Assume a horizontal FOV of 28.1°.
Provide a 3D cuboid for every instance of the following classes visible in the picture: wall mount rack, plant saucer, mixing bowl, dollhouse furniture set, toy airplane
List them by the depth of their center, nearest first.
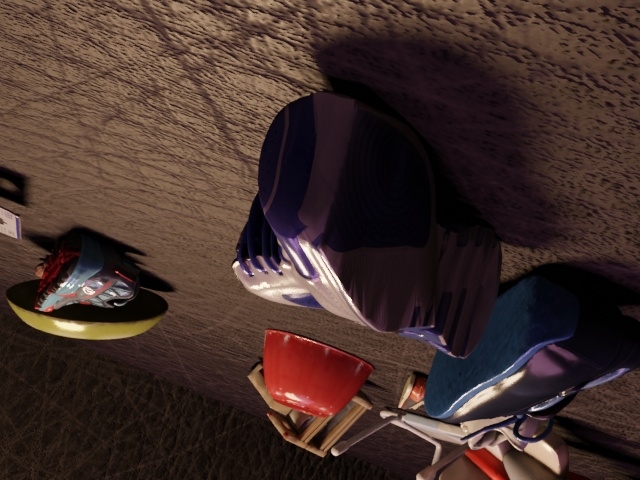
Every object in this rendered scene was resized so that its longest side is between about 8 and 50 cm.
[{"bbox_3d":[-0.349,0.104,1.909,0.240,0.037,0.241,7,-169,-1],"label":"plant saucer"},{"bbox_3d":[0.350,0.440,1.957,0.386,0.272,0.384,43,149,-16],"label":"toy airplane"},{"bbox_3d":[-0.016,0.214,1.972,0.181,0.098,0.181,18,168,4],"label":"mixing bowl"},{"bbox_3d":[-0.033,0.250,2.190,0.184,0.129,0.129,48,-173,38],"label":"dollhouse furniture set"},{"bbox_3d":[0.206,0.390,2.323,0.350,0.131,0.304,7,163,44],"label":"wall mount rack"}]

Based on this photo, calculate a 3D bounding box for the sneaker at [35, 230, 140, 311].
[{"bbox_3d":[-0.318,0.062,1.768,0.125,0.104,0.262,21,168,-17],"label":"sneaker"}]

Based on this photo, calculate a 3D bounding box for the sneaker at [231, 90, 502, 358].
[{"bbox_3d":[0.001,0.000,0.916,0.182,0.128,0.315,11,167,26],"label":"sneaker"}]

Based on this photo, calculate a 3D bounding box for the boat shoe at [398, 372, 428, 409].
[{"bbox_3d":[0.145,0.228,1.904,0.043,0.049,0.137,17,163,2],"label":"boat shoe"}]

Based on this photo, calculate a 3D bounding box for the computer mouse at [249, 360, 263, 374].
[{"bbox_3d":[-0.075,0.265,2.462,0.071,0.041,0.242,25,177,19],"label":"computer mouse"}]

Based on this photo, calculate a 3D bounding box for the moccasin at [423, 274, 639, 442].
[{"bbox_3d":[0.183,0.121,1.147,0.116,0.138,0.342,17,169,-8],"label":"moccasin"}]

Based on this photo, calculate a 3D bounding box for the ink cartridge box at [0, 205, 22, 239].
[{"bbox_3d":[-0.458,-0.071,1.532,0.224,0.045,0.223,21,169,-10],"label":"ink cartridge box"}]

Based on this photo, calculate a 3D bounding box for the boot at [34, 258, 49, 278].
[{"bbox_3d":[-0.408,0.060,2.073,0.106,0.037,0.114,22,164,-20],"label":"boot"}]

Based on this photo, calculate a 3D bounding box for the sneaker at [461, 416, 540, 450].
[{"bbox_3d":[0.207,0.231,1.695,0.080,0.094,0.212,25,167,-29],"label":"sneaker"}]
